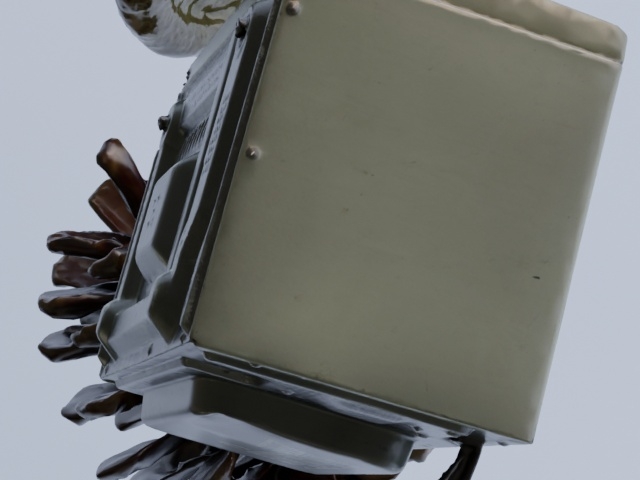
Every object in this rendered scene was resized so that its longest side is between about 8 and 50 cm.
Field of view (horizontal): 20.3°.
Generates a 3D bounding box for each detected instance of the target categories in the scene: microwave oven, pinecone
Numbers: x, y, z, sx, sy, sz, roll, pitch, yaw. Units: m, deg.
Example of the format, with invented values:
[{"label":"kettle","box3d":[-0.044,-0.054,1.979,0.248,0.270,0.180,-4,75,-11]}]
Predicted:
[{"label":"microwave oven","box3d":[0.000,0.000,0.740,0.145,0.194,0.240,21,-12,-12]},{"label":"pinecone","box3d":[-0.041,0.043,1.021,0.264,0.264,0.264,15,-63,32]}]

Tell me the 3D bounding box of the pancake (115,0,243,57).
[{"label":"pancake","box3d":[0.009,-0.214,1.034,0.033,0.288,0.286,53,-33,19]}]
